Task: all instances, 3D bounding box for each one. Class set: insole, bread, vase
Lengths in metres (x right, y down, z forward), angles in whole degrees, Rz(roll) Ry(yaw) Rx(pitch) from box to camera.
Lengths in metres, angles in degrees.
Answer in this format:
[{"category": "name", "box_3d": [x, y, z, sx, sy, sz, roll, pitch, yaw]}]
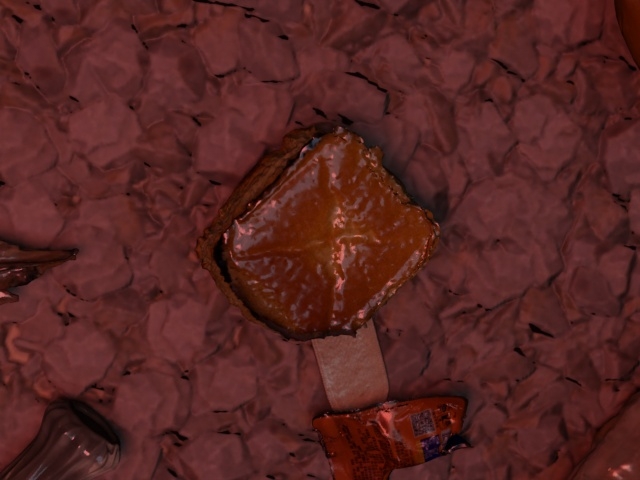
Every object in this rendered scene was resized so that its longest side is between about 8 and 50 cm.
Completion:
[{"category": "insole", "box_3d": [0.009, 0.037, 0.982, 0.063, 0.010, 0.192, -15, 106, -5]}, {"category": "bread", "box_3d": [0.000, 0.000, 0.930, 0.128, 0.069, 0.140, 42, 91, -16]}, {"category": "vase", "box_3d": [-0.202, 0.176, 0.953, 0.081, 0.081, 0.148, 43, 92, -17]}]

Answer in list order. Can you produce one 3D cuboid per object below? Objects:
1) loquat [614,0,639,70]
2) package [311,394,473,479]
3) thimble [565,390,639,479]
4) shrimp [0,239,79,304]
[{"category": "loquat", "box_3d": [0.294, -0.159, 0.865, 0.235, 0.235, 0.235, -2, 105, -9]}, {"category": "package", "box_3d": [0.054, 0.144, 1.004, 0.111, 0.033, 0.077, -14, 136, -2]}, {"category": "thimble", "box_3d": [0.297, 0.200, 0.943, 0.195, 0.291, 0.291, 40, 95, -15]}, {"category": "shrimp", "box_3d": [-0.268, -0.015, 0.909, 0.223, 0.047, 0.126, 4, 94, -9]}]
